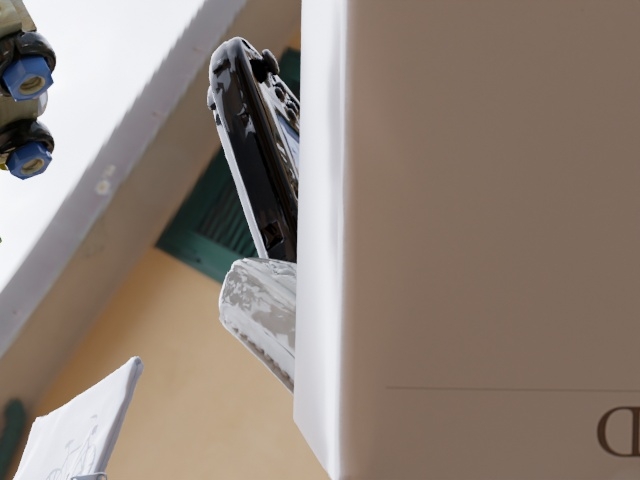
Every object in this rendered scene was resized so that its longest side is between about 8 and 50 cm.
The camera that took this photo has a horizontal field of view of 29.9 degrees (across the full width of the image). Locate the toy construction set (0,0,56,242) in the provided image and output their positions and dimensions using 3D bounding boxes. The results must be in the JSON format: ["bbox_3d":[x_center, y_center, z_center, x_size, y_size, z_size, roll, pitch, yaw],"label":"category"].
[{"bbox_3d":[-0.287,-0.070,0.807,0.215,0.328,0.151,-22,-98,-24],"label":"toy construction set"}]

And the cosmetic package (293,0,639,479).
[{"bbox_3d":[0.092,-0.110,0.386,0.197,0.155,0.365,0,-93,-5],"label":"cosmetic package"}]

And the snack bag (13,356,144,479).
[{"bbox_3d":[-0.313,0.300,1.293,0.037,0.323,0.342,31,-124,-19],"label":"snack bag"}]

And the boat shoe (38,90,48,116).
[{"bbox_3d":[-0.342,-0.135,1.183,0.228,0.076,0.080,-70,-35,-66],"label":"boat shoe"}]

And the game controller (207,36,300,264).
[{"bbox_3d":[0.000,0.000,0.872,0.067,0.319,0.166,-31,-31,20],"label":"game controller"}]

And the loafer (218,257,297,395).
[{"bbox_3d":[0.057,0.121,0.613,0.112,0.319,0.111,8,-64,-58],"label":"loafer"}]
